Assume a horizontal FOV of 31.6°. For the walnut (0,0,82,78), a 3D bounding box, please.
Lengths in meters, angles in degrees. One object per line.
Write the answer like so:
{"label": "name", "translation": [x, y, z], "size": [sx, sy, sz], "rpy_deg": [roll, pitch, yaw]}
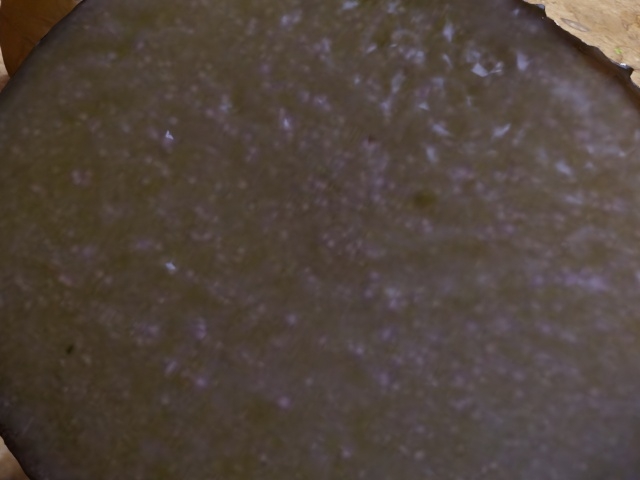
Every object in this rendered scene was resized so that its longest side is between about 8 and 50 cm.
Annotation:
{"label": "walnut", "translation": [-0.211, -0.198, 1.136], "size": [0.225, 0.193, 0.193], "rpy_deg": [18, 32, -25]}

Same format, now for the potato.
{"label": "potato", "translation": [0.023, 0.051, 0.733], "size": [0.442, 0.385, 0.319], "rpy_deg": [32, -8, 20]}
